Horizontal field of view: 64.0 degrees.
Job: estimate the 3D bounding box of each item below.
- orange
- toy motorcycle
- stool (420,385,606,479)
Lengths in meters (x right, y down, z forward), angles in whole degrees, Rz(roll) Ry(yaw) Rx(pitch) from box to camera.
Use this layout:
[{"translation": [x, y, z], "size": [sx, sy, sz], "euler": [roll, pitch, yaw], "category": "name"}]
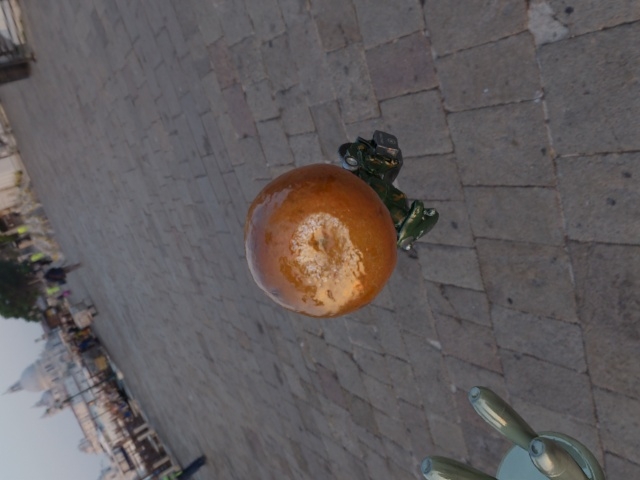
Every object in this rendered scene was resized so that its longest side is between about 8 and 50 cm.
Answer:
[{"translation": [0.000, 0.000, 0.738], "size": [0.170, 0.224, 0.224], "euler": [-135, 24, -81], "category": "orange"}, {"translation": [0.115, -0.087, 0.923], "size": [0.125, 0.187, 0.274], "euler": [116, 161, -45], "category": "toy motorcycle"}, {"translation": [0.301, 0.368, 0.797], "size": [0.199, 0.195, 0.195], "euler": [32, -177, -22], "category": "stool"}]
